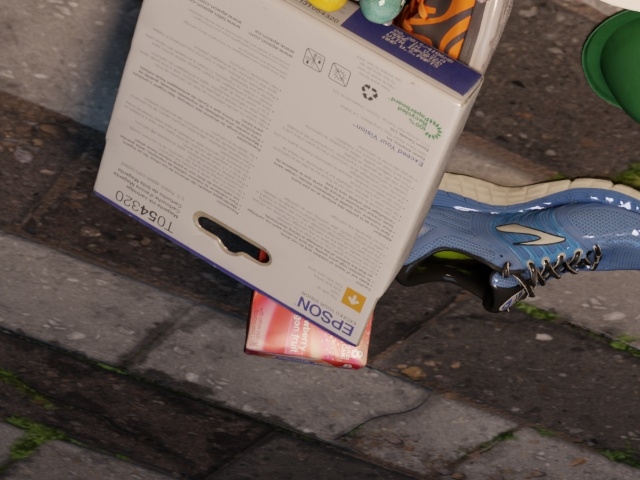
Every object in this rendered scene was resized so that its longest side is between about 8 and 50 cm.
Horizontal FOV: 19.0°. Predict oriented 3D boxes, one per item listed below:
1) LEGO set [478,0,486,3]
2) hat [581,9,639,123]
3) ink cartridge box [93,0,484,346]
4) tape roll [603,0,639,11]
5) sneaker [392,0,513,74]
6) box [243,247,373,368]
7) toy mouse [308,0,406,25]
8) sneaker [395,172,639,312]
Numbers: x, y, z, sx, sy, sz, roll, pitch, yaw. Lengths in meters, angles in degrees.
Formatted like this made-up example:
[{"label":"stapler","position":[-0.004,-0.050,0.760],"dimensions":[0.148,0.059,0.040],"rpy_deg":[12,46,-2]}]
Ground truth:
[{"label":"LEGO set","position":[0.022,-0.301,1.571],"dimensions":[0.255,0.192,0.331],"rpy_deg":[-14,142,31]},{"label":"hat","position":[0.333,-0.110,1.823],"dimensions":[0.173,0.184,0.208],"rpy_deg":[3,148,8]},{"label":"ink cartridge box","position":[-0.041,-0.101,1.833],"dimensions":[0.324,0.071,0.330],"rpy_deg":[31,133,10]},{"label":"tape roll","position":[0.301,-0.315,1.523],"dimensions":[0.286,0.100,0.286],"rpy_deg":[-4,142,-3]},{"label":"sneaker","position":[0.073,-0.192,1.807],"dimensions":[0.180,0.124,0.321],"rpy_deg":[23,133,3]},{"label":"box","position":[0.000,0.000,1.984],"dimensions":[0.128,0.257,0.122],"rpy_deg":[9,174,-3]},{"label":"toy mouse","position":[0.019,-0.214,1.642],"dimensions":[0.161,0.031,0.143],"rpy_deg":[21,180,-35]},{"label":"sneaker","position":[0.231,0.018,2.088],"dimensions":[0.330,0.147,0.130],"rpy_deg":[1,148,8]}]
